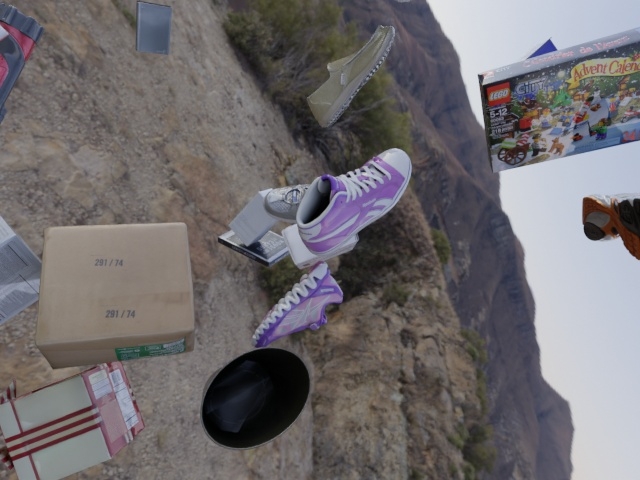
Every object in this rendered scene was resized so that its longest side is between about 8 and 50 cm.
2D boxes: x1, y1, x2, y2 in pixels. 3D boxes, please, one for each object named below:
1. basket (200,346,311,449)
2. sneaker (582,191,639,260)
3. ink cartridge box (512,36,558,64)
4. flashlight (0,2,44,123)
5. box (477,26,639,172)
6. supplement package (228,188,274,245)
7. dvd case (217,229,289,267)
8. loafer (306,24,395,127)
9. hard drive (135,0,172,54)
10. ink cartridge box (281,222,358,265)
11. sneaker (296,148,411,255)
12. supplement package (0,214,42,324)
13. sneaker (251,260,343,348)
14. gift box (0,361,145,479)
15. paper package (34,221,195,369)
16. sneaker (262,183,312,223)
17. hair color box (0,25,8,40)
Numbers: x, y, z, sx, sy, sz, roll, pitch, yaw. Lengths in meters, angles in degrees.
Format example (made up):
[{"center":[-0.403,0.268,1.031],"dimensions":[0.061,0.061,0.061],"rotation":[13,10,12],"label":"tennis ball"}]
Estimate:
[{"center":[-0.150,0.301,0.870],"dimensions":[0.154,0.205,0.227],"rotation":[62,-29,5],"label":"basket"},{"center":[0.506,-0.034,0.668],"dimensions":[0.262,0.121,0.099],"rotation":[-77,155,-75],"label":"sneaker"},{"center":[0.664,-0.560,1.451],"dimensions":[0.065,0.165,0.332],"rotation":[48,26,-2],"label":"ink cartridge box"},{"center":[-0.795,-0.418,1.098],"dimensions":[0.303,0.103,0.103],"rotation":[-64,-173,-5],"label":"flashlight"},{"center":[0.366,-0.201,0.668],"dimensions":[0.044,0.233,0.159],"rotation":[-83,155,-47],"label":"box"},{"center":[-0.216,-0.082,1.586],"dimensions":[0.105,0.179,0.105],"rotation":[49,23,3],"label":"supplement package"},{"center":[-0.232,0.010,1.673],"dimensions":[0.179,0.239,0.029],"rotation":[-35,142,-51],"label":"dvd case"},{"center":[0.064,-0.388,1.035],"dimensions":[0.092,0.268,0.102],"rotation":[40,14,-2],"label":"loafer"},{"center":[-0.489,-0.619,1.314],"dimensions":[0.022,0.094,0.135],"rotation":[53,-43,40],"label":"hard drive"},{"center":[0.000,0.000,1.096],"dimensions":[0.218,0.159,0.092],"rotation":[83,-15,-82],"label":"ink cartridge box"},{"center":[0.069,-0.098,0.855],"dimensions":[0.102,0.282,0.161],"rotation":[38,-12,26],"label":"sneaker"},{"center":[-0.836,0.082,1.077],"dimensions":[0.199,0.263,0.198],"rotation":[32,-30,31],"label":"supplement package"},{"center":[-0.044,0.156,0.941],"dimensions":[0.104,0.236,0.095],"rotation":[44,6,-5],"label":"sneaker"},{"center":[-0.660,0.456,1.185],"dimensions":[0.255,0.258,0.276],"rotation":[82,-15,-82],"label":"gift box"},{"center":[-0.476,0.124,1.076],"dimensions":[0.168,0.325,0.309],"rotation":[117,-35,-57],"label":"paper package"},{"center":[-0.005,-0.116,1.126],"dimensions":[0.115,0.282,0.105],"rotation":[92,-8,-64],"label":"sneaker"},{"center":[-0.440,-0.235,0.520],"dimensions":[0.072,0.043,0.141],"rotation":[55,26,-37],"label":"hair color box"}]
